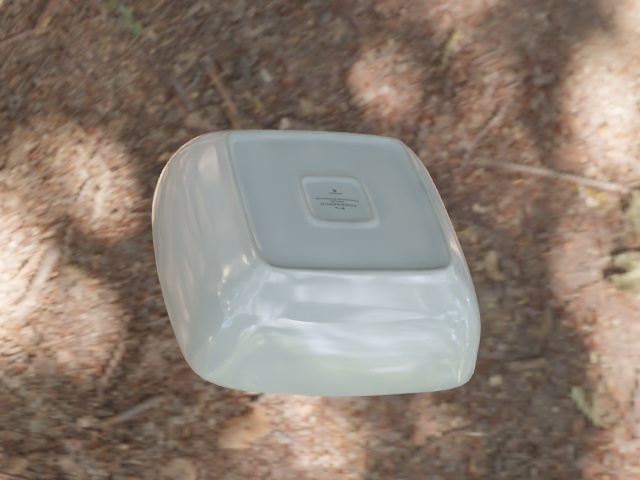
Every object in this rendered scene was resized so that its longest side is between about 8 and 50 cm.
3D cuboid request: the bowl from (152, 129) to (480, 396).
[{"bbox_3d":[0.000,0.000,0.729,0.142,0.053,0.142,1,43,-18],"label":"bowl"}]
